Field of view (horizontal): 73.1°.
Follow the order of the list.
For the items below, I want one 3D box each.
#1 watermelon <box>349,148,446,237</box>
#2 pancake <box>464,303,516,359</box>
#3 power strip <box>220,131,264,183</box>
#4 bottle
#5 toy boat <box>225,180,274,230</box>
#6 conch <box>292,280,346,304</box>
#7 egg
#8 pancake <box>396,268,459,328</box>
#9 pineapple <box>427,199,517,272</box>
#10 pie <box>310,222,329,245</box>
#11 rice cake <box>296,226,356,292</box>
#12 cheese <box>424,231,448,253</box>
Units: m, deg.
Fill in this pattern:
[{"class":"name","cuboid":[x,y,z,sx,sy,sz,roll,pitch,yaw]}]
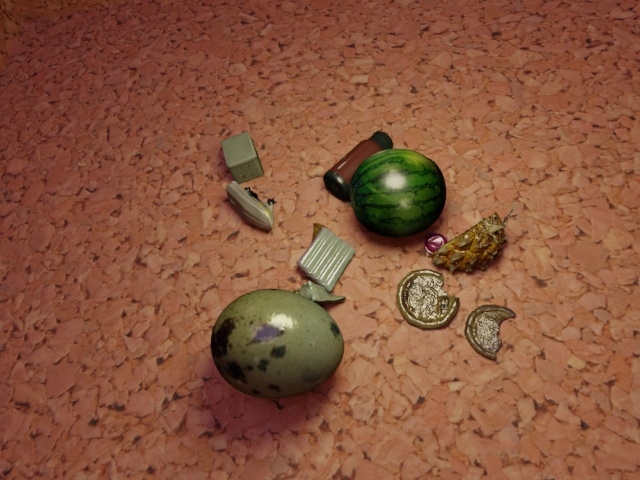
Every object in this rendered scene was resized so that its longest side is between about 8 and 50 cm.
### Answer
[{"class":"watermelon","cuboid":[0.281,-0.173,1.605,0.362,0.363,0.364,-4,61,8]},{"class":"pancake","cuboid":[0.582,0.306,1.464,0.184,0.020,0.191,-7,61,5]},{"class":"power strip","cuboid":[-0.357,-0.392,1.946,0.139,0.140,0.225,-21,60,0]},{"class":"bottle","cuboid":[0.170,-0.328,1.814,0.144,0.144,0.336,38,73,26]},{"class":"toy boat","cuboid":[-0.276,-0.146,1.806,0.269,0.141,0.141,28,69,20]},{"class":"conch","cuboid":[-0.038,0.198,1.565,0.233,0.137,0.115,-19,76,6]},{"class":"egg","cuboid":[-0.137,0.328,1.393,0.427,0.345,0.346,0,61,-1]},{"class":"pancake","cuboid":[0.380,0.207,1.549,0.211,0.029,0.235,-31,59,-6]},{"class":"pineapple","cuboid":[0.574,0.015,1.539,0.334,0.158,0.161,-28,75,-13]},{"class":"pie","cuboid":[0.000,0.000,1.729,0.091,0.034,0.170,3,57,15]},{"class":"rice cake","cuboid":[0.023,0.069,1.660,0.189,0.037,0.198,40,72,8]},{"class":"cheese","cuboid":[0.451,0.027,1.631,0.095,0.038,0.145,-31,67,-6]}]
